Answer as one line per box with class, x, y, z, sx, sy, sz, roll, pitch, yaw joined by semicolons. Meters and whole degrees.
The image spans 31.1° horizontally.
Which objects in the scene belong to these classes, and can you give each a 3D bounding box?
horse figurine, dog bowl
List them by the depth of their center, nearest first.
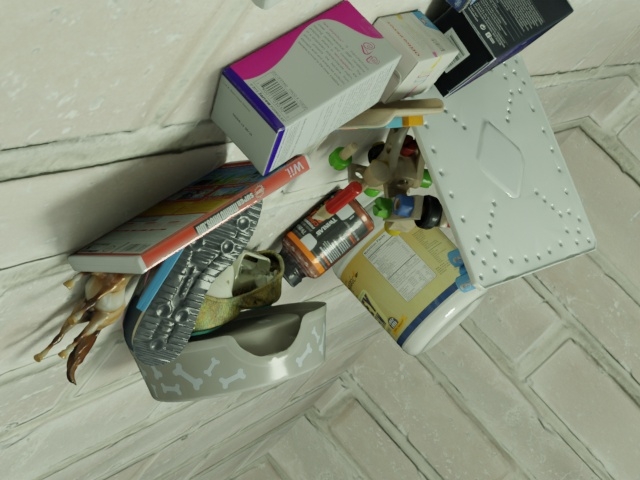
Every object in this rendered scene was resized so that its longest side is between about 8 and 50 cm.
horse figurine;-0.315;0.088;1.622;0.174;0.066;0.263;-45;168;-47
dog bowl;-0.149;0.191;1.984;0.348;0.102;0.349;-11;-177;1

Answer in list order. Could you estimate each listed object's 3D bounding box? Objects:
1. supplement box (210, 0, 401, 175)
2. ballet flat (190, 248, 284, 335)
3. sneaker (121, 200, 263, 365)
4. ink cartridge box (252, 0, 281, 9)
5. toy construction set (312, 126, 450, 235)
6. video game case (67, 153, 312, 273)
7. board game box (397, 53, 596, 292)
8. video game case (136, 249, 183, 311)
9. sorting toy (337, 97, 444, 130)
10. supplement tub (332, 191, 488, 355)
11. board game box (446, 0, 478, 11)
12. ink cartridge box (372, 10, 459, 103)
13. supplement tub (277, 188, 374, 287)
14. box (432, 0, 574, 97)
supplement box;-0.019;-0.199;1.487;0.220;0.111;0.114;-35;165;-28
ballet flat;-0.165;0.074;1.972;0.123;0.123;0.348;-48;165;24
sneaker;-0.207;0.025;1.732;0.112;0.131;0.319;32;92;-33
ink cartridge box;0.009;-0.371;0.997;0.211;0.121;0.289;-37;166;-26
toy construction set;0.111;-0.091;2.021;0.308;0.257;0.237;-16;167;-35
video game case;-0.173;-0.037;1.513;0.285;0.025;0.204;-34;-161;-31
board game box;0.288;-0.128;1.942;0.050;0.390;0.390;-26;172;42
video game case;-0.207;0.019;1.571;0.119;0.015;0.166;-56;-169;14
sorting toy;0.059;-0.178;1.693;0.193;0.038;0.208;0;-169;28
supplement tub;0.167;0.055;2.372;0.228;0.316;0.228;-39;166;-12
board game box;0.284;-0.444;1.695;0.194;0.060;0.194;-30;162;-46
ink cartridge box;0.117;-0.270;1.694;0.143;0.092;0.090;-23;157;-51
supplement tub;0.000;0.000;2.183;0.198;0.106;0.106;-41;167;-6
box;0.270;-0.336;1.818;0.207;0.108;0.153;-33;179;-31
